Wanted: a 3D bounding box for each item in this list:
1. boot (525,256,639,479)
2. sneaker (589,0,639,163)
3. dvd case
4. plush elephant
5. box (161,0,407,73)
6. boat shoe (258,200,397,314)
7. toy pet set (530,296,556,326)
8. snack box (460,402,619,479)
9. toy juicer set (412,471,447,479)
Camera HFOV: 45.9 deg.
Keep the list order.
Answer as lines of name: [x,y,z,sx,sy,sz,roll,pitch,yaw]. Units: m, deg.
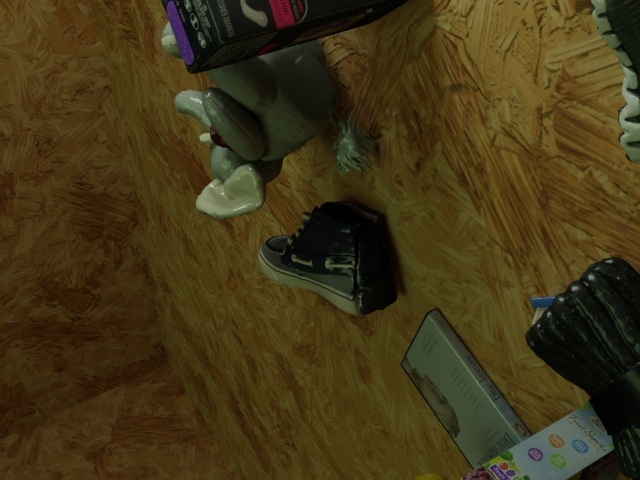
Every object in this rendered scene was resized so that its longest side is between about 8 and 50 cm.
boot: [0.303,0.185,0.702,0.260,0.131,0.348,43,154,28]
sneaker: [0.275,-0.149,0.571,0.106,0.078,0.234,21,149,46]
dvd case: [0.216,0.246,1.137,0.253,0.022,0.180,55,153,25]
plush elephant: [-0.104,-0.185,1.126,0.255,0.272,0.330,-29,109,41]
box: [-0.041,-0.316,0.872,0.143,0.270,0.165,-5,106,65]
boat shoe: [0.000,0.000,1.278,0.341,0.127,0.158,18,121,50]
toy pet set: [0.294,0.096,0.825,0.114,0.065,0.122,-7,111,29]
snack box: [0.250,0.302,0.882,0.070,0.207,0.174,48,148,41]
toy juicer set: [0.200,0.418,1.028,0.089,0.329,0.209,-61,33,21]
